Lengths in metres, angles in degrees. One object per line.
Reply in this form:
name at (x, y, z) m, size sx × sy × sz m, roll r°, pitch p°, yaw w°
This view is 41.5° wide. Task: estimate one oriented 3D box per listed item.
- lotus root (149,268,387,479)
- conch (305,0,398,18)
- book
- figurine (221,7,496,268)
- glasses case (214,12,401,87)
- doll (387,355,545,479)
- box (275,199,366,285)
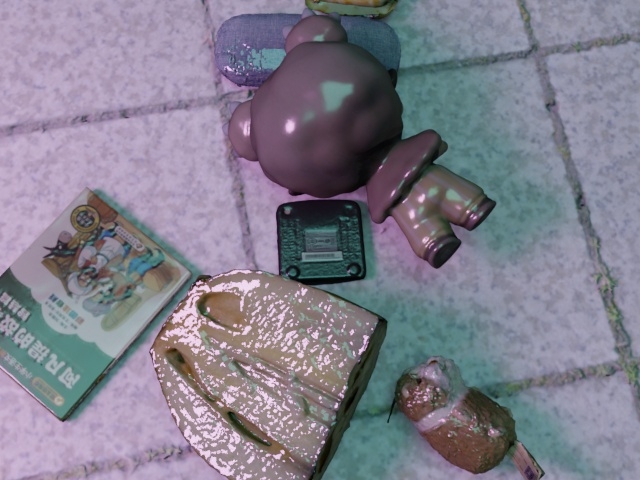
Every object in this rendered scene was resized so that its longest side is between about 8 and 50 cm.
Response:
lotus root at (-0.080, 0.170, 1.098) m, size 0.260 × 0.149 × 0.267 m, roll 23°, pitch 90°, yaw 16°
conch at (0.053, -0.383, 1.309) m, size 0.170 × 0.079 × 0.106 m, roll -9°, pitch 68°, yaw 9°
book at (-0.338, 0.083, 1.164) m, size 0.202 × 0.027 × 0.264 m, roll 39°, pitch 75°, yaw 7°
figurine at (0.054, -0.123, 1.154) m, size 0.380 × 0.203 × 0.248 m, roll 40°, pitch 107°, yaw 8°
glasses case at (-0.018, -0.285, 1.274) m, size 0.282 × 0.067 × 0.109 m, roll 1°, pitch 77°, yaw -5°
doll at (0.197, 0.242, 1.114) m, size 0.221 × 0.105 × 0.115 m, roll 33°, pitch 111°, yaw 5°
box at (0.000, 0.000, 1.213) m, size 0.126 × 0.027 × 0.125 m, roll -3°, pitch 74°, yaw -5°
